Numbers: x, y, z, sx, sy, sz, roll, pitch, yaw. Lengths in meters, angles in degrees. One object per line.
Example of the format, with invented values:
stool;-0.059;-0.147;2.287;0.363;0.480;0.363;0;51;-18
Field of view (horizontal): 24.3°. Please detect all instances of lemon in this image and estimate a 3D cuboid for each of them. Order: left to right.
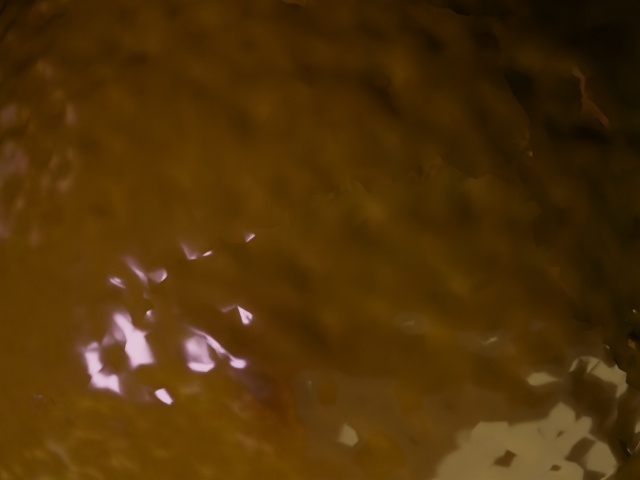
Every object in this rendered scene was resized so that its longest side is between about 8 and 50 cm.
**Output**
lemon;0.001;-0.001;0.548;0.336;0.336;0.336;-30;168;-7
